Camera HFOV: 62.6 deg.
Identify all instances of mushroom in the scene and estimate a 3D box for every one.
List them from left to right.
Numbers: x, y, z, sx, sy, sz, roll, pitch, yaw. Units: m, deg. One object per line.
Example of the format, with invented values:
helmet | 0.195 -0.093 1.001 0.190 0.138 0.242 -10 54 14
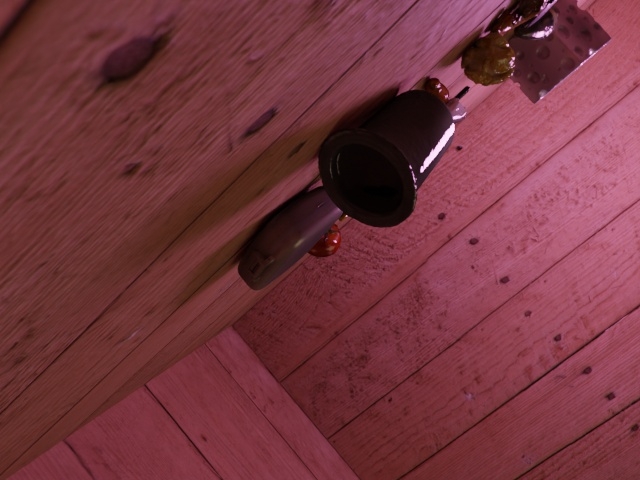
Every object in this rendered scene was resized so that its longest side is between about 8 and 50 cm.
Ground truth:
mushroom | 0.475 -0.473 2.011 0.278 0.099 0.096 -33 166 -42

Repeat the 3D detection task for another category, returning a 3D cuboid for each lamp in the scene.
lamp | 0.672 -0.671 1.635 0.250 0.101 0.101 -35 173 -38

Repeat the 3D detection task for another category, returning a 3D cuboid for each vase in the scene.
vase | 0.166 -0.209 1.187 0.291 0.245 0.245 -49 -179 -36

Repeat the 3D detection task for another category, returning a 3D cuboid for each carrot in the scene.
carrot | 0.317 -0.412 1.445 0.059 0.059 0.248 -42 172 18

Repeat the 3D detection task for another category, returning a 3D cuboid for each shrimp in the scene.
shrimp | 0.515 -0.588 1.346 0.150 0.068 0.249 -35 -179 -2

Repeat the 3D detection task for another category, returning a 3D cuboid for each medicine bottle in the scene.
medicine bottle | -0.094 -0.001 1.524 0.282 0.123 0.375 -40 177 -35

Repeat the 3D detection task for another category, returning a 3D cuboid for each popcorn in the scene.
popcorn | 0.453 -0.479 1.421 0.141 0.135 0.162 -46 179 -20

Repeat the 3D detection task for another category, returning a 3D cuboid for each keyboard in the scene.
keyboard | 0.492 -0.519 2.177 0.310 0.018 0.101 -42 177 12

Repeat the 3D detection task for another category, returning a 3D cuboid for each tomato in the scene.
tomato | 0.000 0.000 2.224 0.167 0.167 0.167 -41 176 -3

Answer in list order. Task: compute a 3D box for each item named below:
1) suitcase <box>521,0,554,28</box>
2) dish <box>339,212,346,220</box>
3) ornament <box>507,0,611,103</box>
suitcase | 0.609 -0.658 1.470 0.086 0.059 0.126 -38 175 -22
dish | 0.124 -0.180 1.762 0.221 0.108 0.262 -40 178 -12
ornament | 0.829 -0.692 1.898 0.239 0.239 0.240 -37 175 -28
